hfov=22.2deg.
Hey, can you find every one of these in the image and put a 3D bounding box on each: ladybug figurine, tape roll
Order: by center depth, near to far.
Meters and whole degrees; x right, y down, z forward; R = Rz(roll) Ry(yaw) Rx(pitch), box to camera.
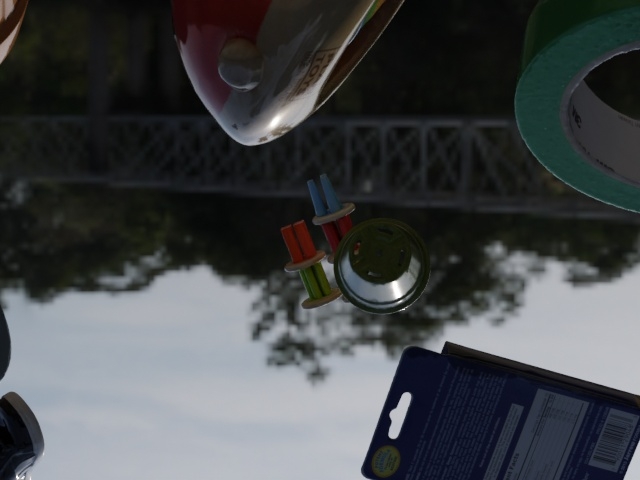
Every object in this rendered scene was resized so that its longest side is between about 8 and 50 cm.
[{"bbox_3d":[0.339,-0.137,1.480,0.321,0.077,0.321,8,149,5],"label":"tape roll"},{"bbox_3d":[-0.010,-0.254,1.505,0.162,0.305,0.449,34,-148,2],"label":"ladybug figurine"}]

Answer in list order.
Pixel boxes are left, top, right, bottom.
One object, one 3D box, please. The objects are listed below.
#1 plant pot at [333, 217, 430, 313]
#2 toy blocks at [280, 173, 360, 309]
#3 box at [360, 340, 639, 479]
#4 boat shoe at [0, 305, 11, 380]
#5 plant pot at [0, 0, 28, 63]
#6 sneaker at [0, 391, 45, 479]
[{"bbox_3d":[0.050,0.016,1.358,0.083,0.083,0.079,0,171,5],"label":"plant pot"},{"bbox_3d":[0.000,0.000,1.893,0.123,0.148,0.054,-11,-166,45],"label":"toy blocks"},{"bbox_3d":[0.159,0.171,1.428,0.225,0.136,0.036,16,-162,-8],"label":"box"},{"bbox_3d":[-0.273,0.028,1.009,0.083,0.065,0.183,-7,136,35],"label":"boat shoe"},{"bbox_3d":[-0.429,-0.317,1.688,0.291,0.290,0.203,-2,156,-26],"label":"plant pot"},{"bbox_3d":[-0.414,0.281,2.022,0.121,0.217,0.079,-32,-113,-31],"label":"sneaker"}]
